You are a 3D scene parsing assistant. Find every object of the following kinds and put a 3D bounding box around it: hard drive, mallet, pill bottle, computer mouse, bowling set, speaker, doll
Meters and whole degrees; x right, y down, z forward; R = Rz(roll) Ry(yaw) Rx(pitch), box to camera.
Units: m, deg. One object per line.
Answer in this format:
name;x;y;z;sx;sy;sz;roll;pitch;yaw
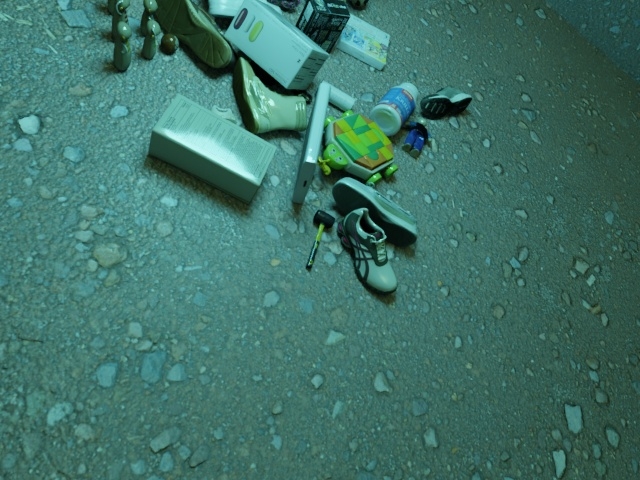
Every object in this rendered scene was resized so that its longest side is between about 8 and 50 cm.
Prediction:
hard drive;-0.027;-0.291;1.382;0.040;0.203;0.308;14;59;-7
mallet;0.000;0.000;1.355;0.062;0.039;0.190;20;63;-19
pill bottle;0.278;-0.490;1.687;0.124;0.124;0.222;39;55;-4
computer mouse;-0.132;-0.541;1.557;0.242;0.041;0.071;24;56;-15
bowling set;-0.515;-0.644;1.347;0.199;0.154;0.287;-7;69;-29
speaker;0.054;-0.510;1.626;0.136;0.055;0.055;26;56;-12
doll;0.363;-0.402;1.733;0.129;0.046;0.189;35;55;-8

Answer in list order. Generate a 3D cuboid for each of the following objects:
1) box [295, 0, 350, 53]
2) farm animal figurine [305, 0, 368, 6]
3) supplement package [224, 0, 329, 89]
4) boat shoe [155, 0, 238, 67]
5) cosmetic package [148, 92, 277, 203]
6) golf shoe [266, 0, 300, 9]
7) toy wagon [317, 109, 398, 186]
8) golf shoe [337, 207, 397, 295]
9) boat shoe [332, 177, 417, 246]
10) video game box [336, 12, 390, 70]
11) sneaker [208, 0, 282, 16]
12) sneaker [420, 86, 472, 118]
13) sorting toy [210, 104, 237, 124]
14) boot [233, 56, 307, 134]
box;-0.002;-0.773;1.656;0.147;0.180;0.078;-9;70;-30
farm animal figurine;0.113;-1.023;1.826;0.172;0.330;0.326;58;27;12
supplement package;-0.135;-0.627;1.479;0.261;0.145;0.204;40;23;2
boat shoe;-0.394;-0.681;1.468;0.342;0.123;0.123;43;24;5
cosmetic package;-0.297;-0.252;1.283;0.309;0.113;0.160;27;56;-11
golf shoe;-0.175;-0.914;1.721;0.186;0.068;0.086;0;39;-26
toy wagon;0.113;-0.301;1.517;0.267;0.068;0.344;52;43;5
golf shoe;0.151;0.034;1.360;0.105;0.120;0.273;-26;80;-36
boat shoe;0.177;-0.101;1.448;0.320;0.118;0.103;31;49;-14
video game box;0.175;-0.798;1.840;0.205;0.048;0.187;22;56;-15
sneaker;-0.248;-0.844;1.558;0.292;0.108;0.169;-18;116;-42
sneaker;0.493;-0.567;1.863;0.271;0.100;0.108;-17;60;-36
sorting toy;-0.299;-0.380;1.393;0.083;0.045;0.075;8;55;-23
boot;-0.159;-0.462;1.469;0.203;0.095;0.262;-9;71;-30
